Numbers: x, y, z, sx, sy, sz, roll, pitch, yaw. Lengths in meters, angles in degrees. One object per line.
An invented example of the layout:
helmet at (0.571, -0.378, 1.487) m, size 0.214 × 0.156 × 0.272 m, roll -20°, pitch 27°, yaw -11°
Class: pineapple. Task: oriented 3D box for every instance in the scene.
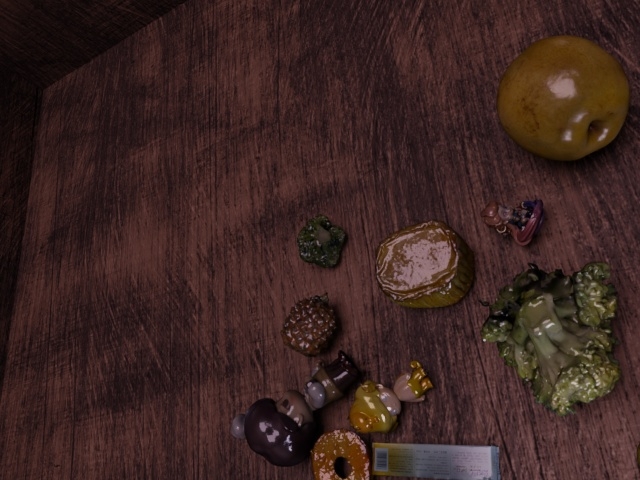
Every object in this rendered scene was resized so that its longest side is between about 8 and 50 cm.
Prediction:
pineapple at (-0.025, 0.238, 1.717) m, size 0.166 × 0.166 × 0.193 m, roll 27°, pitch 87°, yaw 37°

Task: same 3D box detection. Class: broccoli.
broccoli at (0.000, 0.000, 1.813) m, size 0.146 × 0.138 × 0.162 m, roll 13°, pitch 73°, yaw -3°
broccoli at (0.500, 0.205, 1.305) m, size 0.293 × 0.281 × 0.347 m, roll -5°, pitch 60°, yaw 30°

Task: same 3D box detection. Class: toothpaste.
toothpaste at (0.280, 0.545, 1.450) m, size 0.313 × 0.071 × 0.089 m, roll -10°, pitch 64°, yaw 30°

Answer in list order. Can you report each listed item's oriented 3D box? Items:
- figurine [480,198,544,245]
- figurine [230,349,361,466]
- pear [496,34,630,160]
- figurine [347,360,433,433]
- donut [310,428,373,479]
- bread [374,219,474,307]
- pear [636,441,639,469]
figurine at (0.495, -0.050, 1.514) m, size 0.157 × 0.114 × 0.126 m, roll -3°, pitch 53°, yaw 16°
figurine at (-0.062, 0.451, 1.616) m, size 0.365 × 0.206 × 0.218 m, roll -55°, pitch 26°, yaw 0°
pear at (0.597, -0.352, 1.461) m, size 0.314 × 0.314 × 0.314 m, roll -13°, pitch 65°, yaw 29°
figurine at (0.177, 0.419, 1.545) m, size 0.246 × 0.131 × 0.156 m, roll -30°, pitch 97°, yaw 3°
donut at (0.066, 0.597, 1.559) m, size 0.174 × 0.074 × 0.190 m, roll -28°, pitch 68°, yaw 15°
bread at (0.284, 0.067, 1.595) m, size 0.253 × 0.142 × 0.227 m, roll -14°, pitch 63°, yaw 25°
pear at (0.731, 0.435, 1.132) m, size 0.197 × 0.197 × 0.197 m, roll -13°, pitch 65°, yaw 29°
